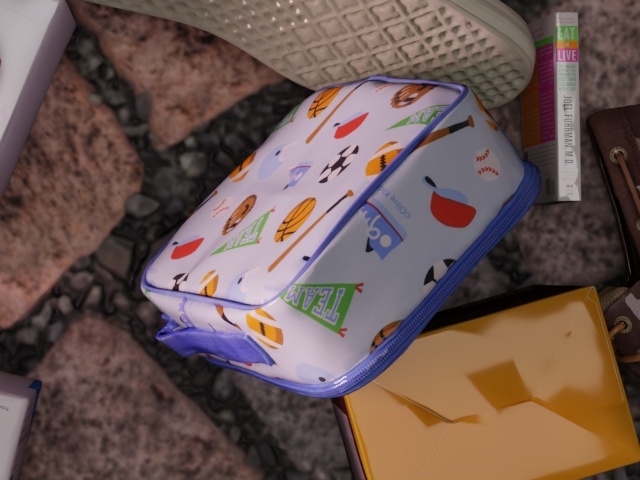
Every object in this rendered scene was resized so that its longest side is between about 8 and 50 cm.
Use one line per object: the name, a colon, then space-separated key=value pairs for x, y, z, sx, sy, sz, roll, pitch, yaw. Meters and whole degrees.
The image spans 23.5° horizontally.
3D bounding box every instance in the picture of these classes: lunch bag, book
lunch bag: x=0.000 y=0.000 z=1.097 sx=0.115 sy=0.303 sz=0.243 roll=46 pitch=74 yaw=-18
book: x=0.182 y=-0.101 z=1.214 sx=0.035 sy=0.096 sz=0.144 roll=-1 pitch=90 yaw=-5

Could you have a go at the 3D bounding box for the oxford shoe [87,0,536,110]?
oxford shoe: x=-0.040 y=-0.221 z=1.178 sx=0.449 sy=0.169 sz=0.130 roll=19 pitch=52 yaw=-6

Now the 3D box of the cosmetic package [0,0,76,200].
cosmetic package: x=-0.331 y=-0.115 z=1.149 sx=0.224 sy=0.138 sz=0.224 roll=22 pitch=86 yaw=-5

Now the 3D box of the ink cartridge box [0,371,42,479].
ink cartridge box: x=-0.275 y=0.200 z=1.145 sx=0.086 sy=0.148 sz=0.203 roll=13 pitch=89 yaw=-7

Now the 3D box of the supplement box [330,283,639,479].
supplement box: x=0.111 y=0.119 z=1.157 sx=0.191 sy=0.194 sz=0.129 roll=-16 pitch=90 yaw=-5

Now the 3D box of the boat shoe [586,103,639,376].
boat shoe: x=0.266 y=0.057 z=1.217 sx=0.123 sy=0.123 sz=0.341 roll=-5 pitch=86 yaw=3
